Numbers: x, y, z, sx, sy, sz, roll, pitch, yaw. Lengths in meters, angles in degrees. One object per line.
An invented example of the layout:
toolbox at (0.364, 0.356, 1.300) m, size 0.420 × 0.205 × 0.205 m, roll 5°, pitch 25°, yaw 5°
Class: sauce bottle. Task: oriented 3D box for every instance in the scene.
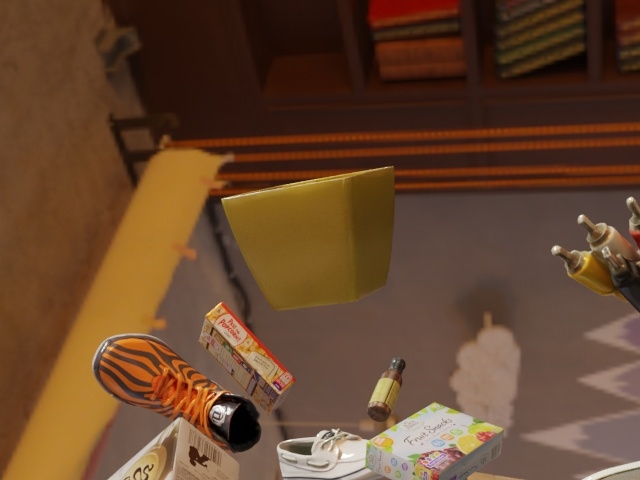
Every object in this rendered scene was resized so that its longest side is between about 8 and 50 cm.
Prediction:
sauce bottle at (0.114, 0.246, 1.846) m, size 0.128 × 0.042 × 0.042 m, roll -57°, pitch -36°, yaw -49°

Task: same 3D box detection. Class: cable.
cable at (0.386, 0.066, 1.224) m, size 0.287 × 0.139 × 0.072 m, roll 45°, pitch -157°, yaw -29°

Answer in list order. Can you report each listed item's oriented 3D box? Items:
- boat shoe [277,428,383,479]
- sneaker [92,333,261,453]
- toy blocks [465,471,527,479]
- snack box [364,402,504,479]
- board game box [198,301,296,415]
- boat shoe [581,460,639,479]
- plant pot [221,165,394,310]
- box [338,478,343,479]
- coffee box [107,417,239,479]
boat shoe at (0.016, 0.305, 1.559) m, size 0.083 × 0.226 × 0.076 m, roll -30°, pitch -84°, yaw -49°
sneaker at (-0.217, 0.256, 1.851) m, size 0.321 × 0.180 × 0.125 m, roll 32°, pitch -102°, yaw -36°
toy blocks at (0.312, 0.487, 1.663) m, size 0.381 × 0.261 × 0.191 m, roll -104°, pitch 29°, yaw -60°
snack box at (0.132, 0.239, 1.278) m, size 0.141 × 0.100 × 0.037 m, roll -19°, pitch -63°, yaw -49°
board game box at (-0.135, 0.216, 1.999) m, size 0.045 × 0.193 × 0.147 m, roll -40°, pitch -10°, yaw -24°
boat shoe at (0.383, 0.313, 1.267) m, size 0.109 × 0.305 × 0.091 m, roll 59°, pitch -170°, yaw -19°
plant pot at (0.000, 0.000, 1.718) m, size 0.212 × 0.212 × 0.187 m, roll -21°, pitch -78°, yaw -66°
box at (0.059, 0.415, 1.405) m, size 0.147 × 0.180 × 0.077 m, roll -55°, pitch -7°, yaw -15°
coffee box at (-0.203, 0.386, 1.390) m, size 0.119 × 0.168 × 0.297 m, roll 43°, pitch -162°, yaw -19°
